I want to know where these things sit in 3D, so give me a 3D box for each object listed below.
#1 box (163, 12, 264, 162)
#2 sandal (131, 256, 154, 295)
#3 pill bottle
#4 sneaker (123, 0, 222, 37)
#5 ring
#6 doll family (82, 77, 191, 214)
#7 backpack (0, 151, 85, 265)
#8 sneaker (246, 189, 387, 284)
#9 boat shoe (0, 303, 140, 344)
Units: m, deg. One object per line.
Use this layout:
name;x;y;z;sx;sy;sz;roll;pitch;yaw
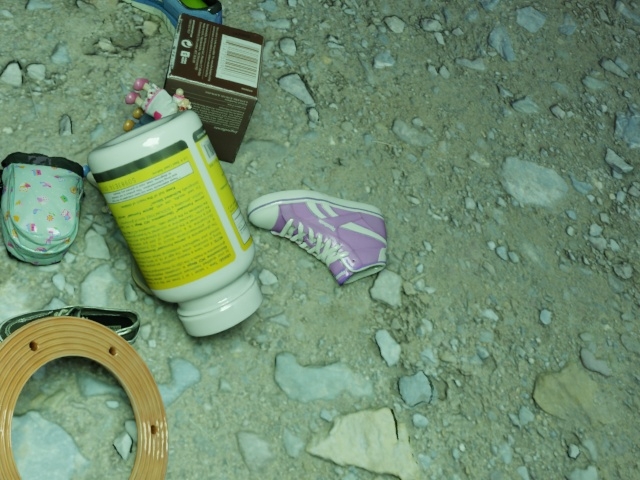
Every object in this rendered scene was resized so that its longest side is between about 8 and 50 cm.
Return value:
box;-0.216;-0.287;1.417;0.166;0.203;0.169;12;56;-15
sandal;-0.291;0.013;1.298;0.072;0.049;0.180;8;58;-17
pill bottle;-0.220;-0.023;1.192;0.188;0.187;0.334;-34;111;-34
sneaker;-0.330;-0.553;1.572;0.330;0.147;0.130;37;54;4
ring;-0.342;0.271;1.032;0.336;0.032;0.337;36;44;-45
doll family;-0.294;-0.151;1.323;0.163;0.263;0.118;39;12;20
backpack;-0.468;-0.053;1.230;0.151;0.115;0.182;5;62;-22
sneaker;0.001;0.000;1.392;0.281;0.102;0.161;6;61;-18
boat shoe;-0.397;0.134;1.169;0.219;0.070;0.078;-2;61;-23
